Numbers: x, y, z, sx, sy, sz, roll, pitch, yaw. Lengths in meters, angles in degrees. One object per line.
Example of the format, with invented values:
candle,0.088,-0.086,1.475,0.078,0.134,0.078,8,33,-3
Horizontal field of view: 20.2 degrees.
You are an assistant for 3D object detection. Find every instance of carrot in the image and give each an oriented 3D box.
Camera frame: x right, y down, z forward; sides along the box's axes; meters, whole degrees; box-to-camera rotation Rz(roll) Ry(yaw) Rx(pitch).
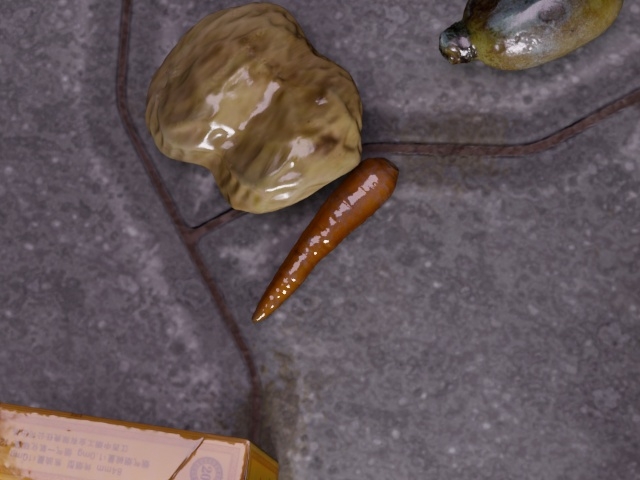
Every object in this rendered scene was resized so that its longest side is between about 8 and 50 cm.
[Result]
carrot,0.000,0.000,1.820,0.048,0.048,0.216,41,89,15

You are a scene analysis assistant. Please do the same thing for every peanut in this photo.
peanut,-0.062,-0.132,1.823,0.233,0.110,0.197,41,80,15

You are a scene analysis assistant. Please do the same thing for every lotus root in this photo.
lotus root,0.210,-0.230,1.821,0.192,0.088,0.113,-26,58,2

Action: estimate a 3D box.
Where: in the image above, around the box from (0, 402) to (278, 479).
box,-0.189,0.217,1.721,0.274,0.174,0.076,8,79,10
